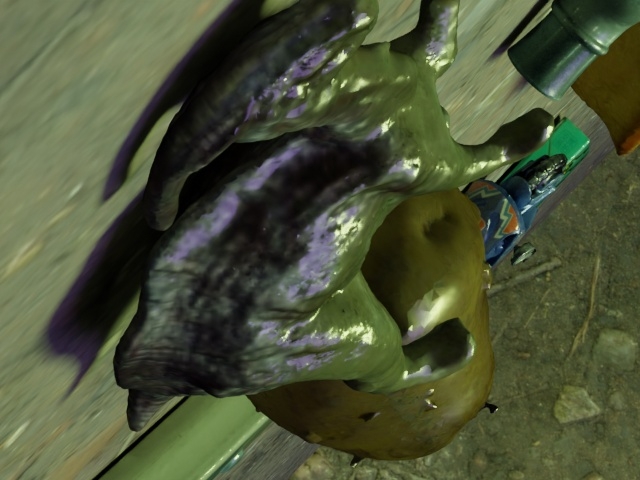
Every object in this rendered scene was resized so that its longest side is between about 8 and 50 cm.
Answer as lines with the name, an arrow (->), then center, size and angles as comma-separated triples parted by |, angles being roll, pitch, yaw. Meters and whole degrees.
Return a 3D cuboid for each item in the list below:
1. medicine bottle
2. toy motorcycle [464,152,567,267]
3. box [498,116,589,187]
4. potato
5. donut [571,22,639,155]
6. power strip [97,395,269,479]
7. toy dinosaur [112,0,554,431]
medicine bottle -> 0.189, -0.163, 0.916 | 0.208, 0.053, 0.090 | -46, -177, 21
toy motorcycle -> 0.141, -0.005, 1.474 | 0.114, 0.076, 0.205 | -28, 164, -41
box -> 0.184, -0.027, 1.699 | 0.226, 0.042, 0.161 | -46, 174, 5
potato -> 0.021, 0.033, 0.794 | 0.137, 0.137, 0.176 | -43, 151, -24
donut -> 0.265, -0.166, 1.114 | 0.253, 0.118, 0.253 | -46, 170, -10
power strip -> -0.100, 0.150, 1.025 | 0.270, 0.046, 0.118 | -42, 172, -36
toy dinosaur -> -0.004, -0.007, 0.598 | 0.162, 0.077, 0.294 | -22, 148, -24
